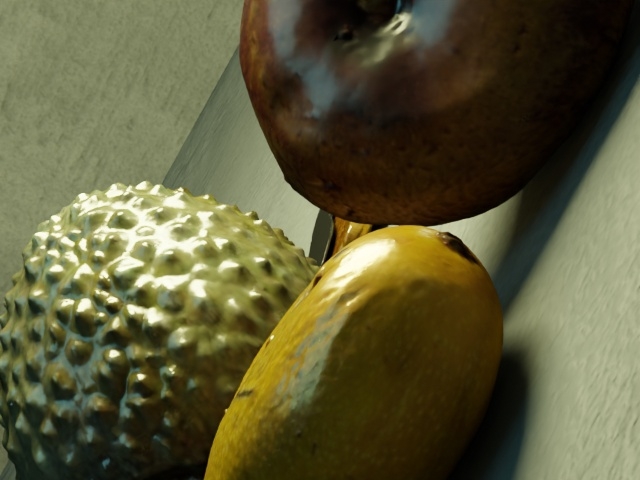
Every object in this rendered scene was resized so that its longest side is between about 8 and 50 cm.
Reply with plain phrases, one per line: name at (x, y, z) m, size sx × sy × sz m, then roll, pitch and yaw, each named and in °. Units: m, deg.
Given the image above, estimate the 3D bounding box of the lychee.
lychee at (-0.102, 0.092, 1.288) m, size 0.255 × 0.274 × 0.255 m, roll -33°, pitch -2°, yaw -1°

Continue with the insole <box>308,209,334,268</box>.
insole at (0.000, 0.000, 1.527) m, size 0.188 × 0.004 × 0.064 m, roll -80°, pitch 15°, yaw -65°

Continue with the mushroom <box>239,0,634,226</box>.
mushroom at (0.085, -0.151, 1.188) m, size 0.254 × 0.267 × 0.267 m, roll -23°, pitch -23°, yaw -47°

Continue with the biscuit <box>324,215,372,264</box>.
biscuit at (0.023, -0.003, 1.496) m, size 0.124 × 0.026 × 0.175 m, roll 121°, pitch 170°, yaw -51°

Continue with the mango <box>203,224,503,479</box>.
mango at (0.000, 0.116, 1.070) m, size 0.295 × 0.120 × 0.177 m, roll -57°, pitch 10°, yaw 28°
